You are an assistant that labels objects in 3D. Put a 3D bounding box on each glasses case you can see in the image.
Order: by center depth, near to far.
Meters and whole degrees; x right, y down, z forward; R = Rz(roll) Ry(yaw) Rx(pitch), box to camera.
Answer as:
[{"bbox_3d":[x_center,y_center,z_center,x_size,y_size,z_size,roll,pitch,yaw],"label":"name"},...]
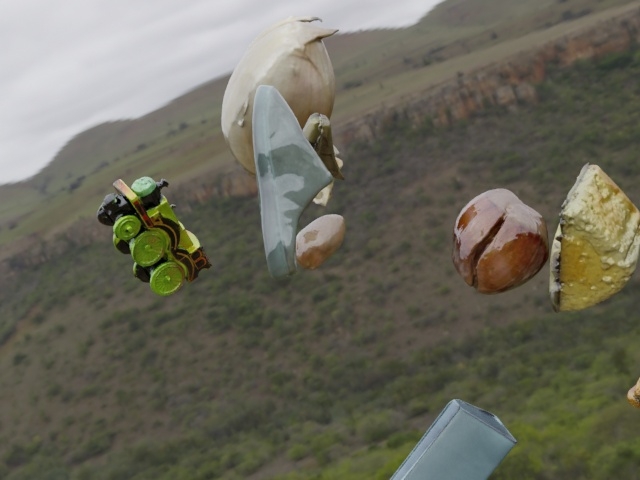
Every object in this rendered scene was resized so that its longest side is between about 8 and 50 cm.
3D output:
[{"bbox_3d":[0.150,0.344,1.287,0.266,0.105,0.056,-55,8,13],"label":"glasses case"}]

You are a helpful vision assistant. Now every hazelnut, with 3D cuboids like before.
[{"bbox_3d":[0.250,0.005,1.308,0.143,0.143,0.154,-24,42,-2],"label":"hazelnut"}]

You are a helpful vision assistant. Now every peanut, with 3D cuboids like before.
[{"bbox_3d":[0.000,0.000,1.693,0.076,0.076,0.152,-18,20,38],"label":"peanut"}]

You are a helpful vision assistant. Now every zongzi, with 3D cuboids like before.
[{"bbox_3d":[0.011,-0.112,1.128,0.076,0.083,0.040,-60,29,29],"label":"zongzi"}]

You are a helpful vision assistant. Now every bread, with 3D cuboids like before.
[{"bbox_3d":[0.528,-0.002,1.739,0.163,0.262,0.204,12,43,22],"label":"bread"}]

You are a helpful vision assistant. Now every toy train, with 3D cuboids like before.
[{"bbox_3d":[-0.348,-0.012,1.927,0.161,0.296,0.100,-38,46,-14],"label":"toy train"}]

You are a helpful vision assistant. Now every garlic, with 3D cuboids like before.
[{"bbox_3d":[-0.057,-0.238,1.572,0.250,0.313,0.286,7,44,27],"label":"garlic"}]

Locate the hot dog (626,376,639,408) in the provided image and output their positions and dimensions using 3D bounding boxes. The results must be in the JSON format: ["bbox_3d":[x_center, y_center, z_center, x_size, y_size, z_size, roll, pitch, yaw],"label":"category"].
[{"bbox_3d":[0.741,0.293,1.971,0.270,0.072,0.109,-29,-33,-38],"label":"hot dog"}]

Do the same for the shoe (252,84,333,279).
[{"bbox_3d":[-0.027,-0.059,0.922,0.078,0.195,0.079,-3,-4,-3],"label":"shoe"}]
